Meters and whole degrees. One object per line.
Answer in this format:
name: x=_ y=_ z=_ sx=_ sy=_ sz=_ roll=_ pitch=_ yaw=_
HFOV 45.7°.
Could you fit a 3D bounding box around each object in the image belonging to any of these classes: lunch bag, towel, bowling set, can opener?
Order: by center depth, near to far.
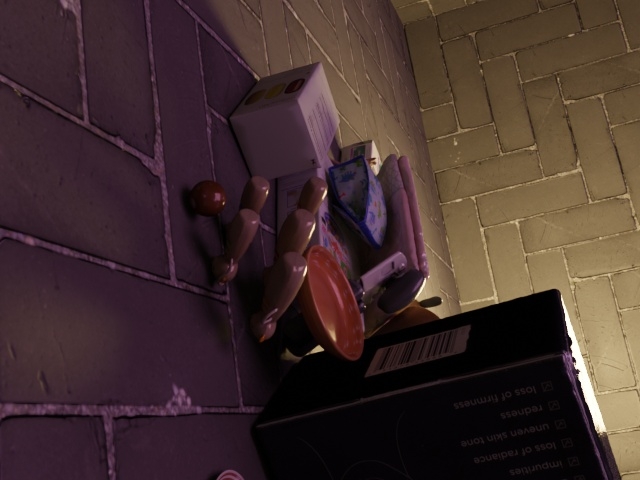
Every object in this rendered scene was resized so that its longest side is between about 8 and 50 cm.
bowling set: x=-0.112 y=-0.007 z=1.161 sx=0.287 sy=0.200 sz=0.154 roll=-70 pitch=-174 yaw=-56
can opener: x=0.067 y=0.119 z=1.361 sx=0.095 sy=0.283 sz=0.076 roll=35 pitch=-32 yaw=38
lunch bag: x=0.081 y=-0.068 z=1.512 sx=0.129 sy=0.096 sz=0.151 roll=49 pitch=22 yaw=-57
towel: x=0.122 y=0.027 z=1.641 sx=0.332 sy=0.054 sz=0.316 roll=124 pitch=-32 yaw=-52

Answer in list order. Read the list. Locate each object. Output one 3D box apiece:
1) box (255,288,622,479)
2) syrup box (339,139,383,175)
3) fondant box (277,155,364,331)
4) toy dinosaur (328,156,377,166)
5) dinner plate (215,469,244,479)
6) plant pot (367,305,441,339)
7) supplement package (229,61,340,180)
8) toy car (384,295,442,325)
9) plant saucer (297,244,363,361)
box: x=0.224 y=0.389 z=1.221 sx=0.297 sy=0.480 sz=0.471 roll=-44 pitch=115 yaw=-70
syrup box: x=0.135 y=-0.148 z=2.075 sx=0.093 sy=0.096 sz=0.236 roll=-84 pitch=155 yaw=-48
fondant box: x=0.000 y=0.000 z=1.526 sx=0.238 sy=0.096 sz=0.330 roll=54 pitch=27 yaw=-51
toy dinosaur: x=0.107 y=-0.080 z=1.903 sx=0.295 sy=0.127 sz=0.200 roll=60 pitch=30 yaw=-29
dinner plate: x=-0.118 y=0.371 z=0.987 sx=0.141 sy=0.017 sz=0.141 roll=-14 pitch=90 yaw=-73
plant pot: x=0.138 y=0.274 z=1.506 sx=0.231 sy=0.215 sz=0.215 roll=-24 pitch=104 yaw=-28
supplement package: x=-0.059 y=-0.227 z=1.435 sx=0.244 sy=0.139 sz=0.133 roll=-73 pitch=147 yaw=-61
toy car: x=0.198 y=0.187 z=1.808 sx=0.149 sy=0.189 sz=0.154 roll=-65 pitch=149 yaw=-65
plant saucer: x=0.012 y=0.105 z=1.243 sx=0.200 sy=0.037 sz=0.199 roll=53 pitch=24 yaw=-37
